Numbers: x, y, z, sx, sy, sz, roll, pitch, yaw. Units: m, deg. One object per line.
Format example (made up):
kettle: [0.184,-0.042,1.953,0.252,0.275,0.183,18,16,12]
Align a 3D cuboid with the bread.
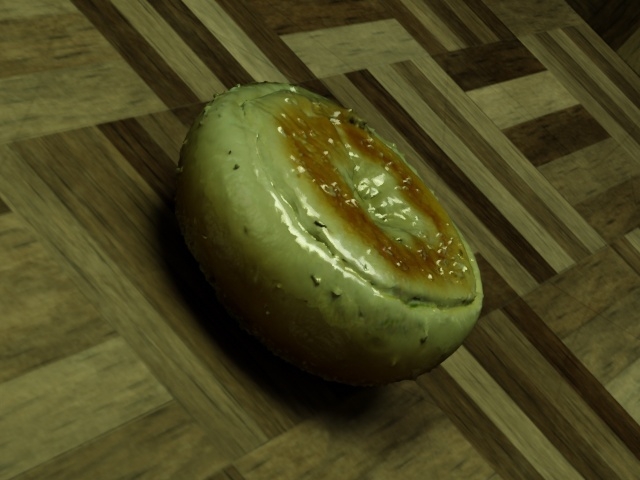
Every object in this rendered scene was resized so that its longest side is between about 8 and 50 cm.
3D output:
bread: [0.000,0.000,1.612,0.305,0.159,0.305,31,31,-20]
